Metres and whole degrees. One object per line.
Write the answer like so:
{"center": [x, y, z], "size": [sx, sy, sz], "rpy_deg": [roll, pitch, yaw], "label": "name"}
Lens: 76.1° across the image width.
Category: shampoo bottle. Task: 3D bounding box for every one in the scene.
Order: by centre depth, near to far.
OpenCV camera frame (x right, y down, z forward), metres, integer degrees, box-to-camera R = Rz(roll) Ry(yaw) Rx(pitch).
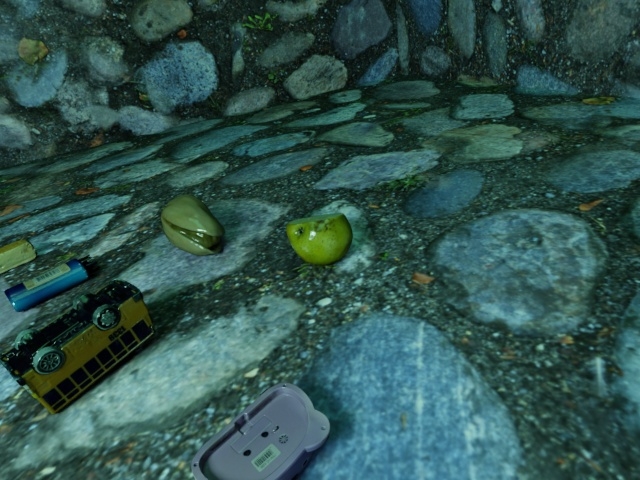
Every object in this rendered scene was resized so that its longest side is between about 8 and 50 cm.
{"center": [-0.596, 0.090, 0.919], "size": [0.087, 0.050, 0.183], "rpy_deg": [17, 39, 43], "label": "shampoo bottle"}

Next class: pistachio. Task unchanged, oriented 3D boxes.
{"center": [-0.309, -0.037, 0.992], "size": [0.136, 0.135, 0.226], "rpy_deg": [-27, 39, -28], "label": "pistachio"}

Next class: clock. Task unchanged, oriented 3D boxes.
{"center": [-0.060, 0.247, 0.476], "size": [0.110, 0.050, 0.153], "rpy_deg": [19, 40, 41], "label": "clock"}

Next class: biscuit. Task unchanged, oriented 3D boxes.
{"center": [-0.830, 0.061, 1.037], "size": [0.052, 0.056, 0.188], "rpy_deg": [20, 39, 39], "label": "biscuit"}

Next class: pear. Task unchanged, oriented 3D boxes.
{"center": [0.000, 0.000, 0.849], "size": [0.141, 0.103, 0.141], "rpy_deg": [-7, 5, 1], "label": "pear"}

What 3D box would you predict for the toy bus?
{"center": [-0.374, 0.162, 0.657], "size": [0.098, 0.114, 0.201], "rpy_deg": [14, 42, 37], "label": "toy bus"}
